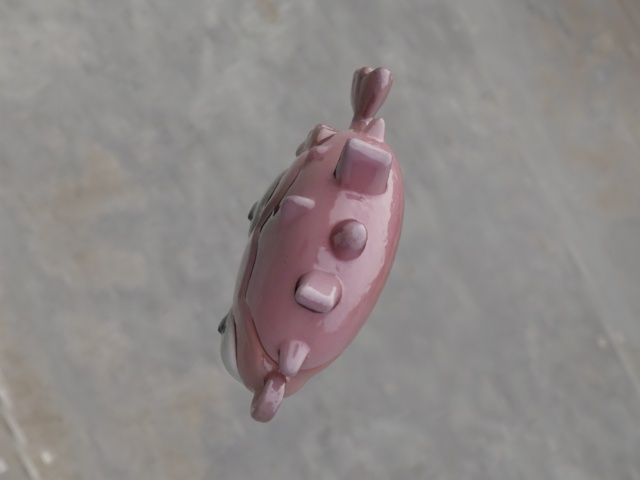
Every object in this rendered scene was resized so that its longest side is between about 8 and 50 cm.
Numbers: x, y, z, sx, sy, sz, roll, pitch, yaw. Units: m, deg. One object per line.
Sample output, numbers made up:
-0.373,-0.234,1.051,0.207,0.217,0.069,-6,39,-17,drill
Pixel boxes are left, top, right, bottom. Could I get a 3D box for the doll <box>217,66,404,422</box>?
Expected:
0.000,0.000,1.274,0.093,0.211,0.262,22,71,-11,doll
